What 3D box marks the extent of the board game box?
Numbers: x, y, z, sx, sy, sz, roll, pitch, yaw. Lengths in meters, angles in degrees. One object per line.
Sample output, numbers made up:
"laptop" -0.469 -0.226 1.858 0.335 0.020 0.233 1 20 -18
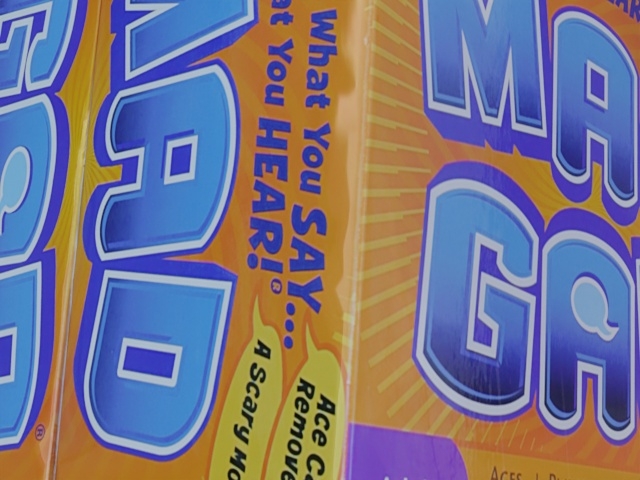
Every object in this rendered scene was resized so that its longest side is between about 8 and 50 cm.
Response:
"board game box" 0.000 0.000 0.717 0.356 0.356 0.356 17 71 -46
